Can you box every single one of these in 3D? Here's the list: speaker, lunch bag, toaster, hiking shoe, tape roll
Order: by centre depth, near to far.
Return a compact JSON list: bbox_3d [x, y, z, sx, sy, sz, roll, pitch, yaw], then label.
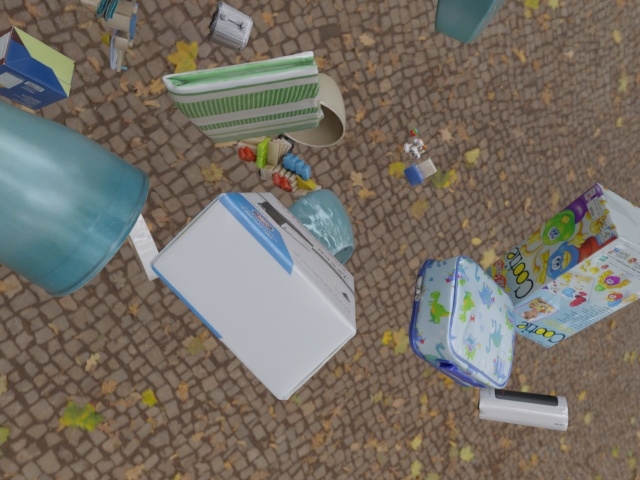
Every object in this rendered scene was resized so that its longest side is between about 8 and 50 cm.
[{"bbox_3d":[0.234,0.139,0.727,0.219,0.090,0.176,35,58,-36],"label":"lunch bag"},{"bbox_3d":[0.336,0.282,0.752,0.055,0.136,0.055,2,90,-70],"label":"speaker"},{"bbox_3d":[-0.358,-0.824,1.749,0.146,0.227,0.129,17,91,-23],"label":"toaster"},{"bbox_3d":[-0.734,-0.025,1.784,0.072,0.392,0.392,-26,110,-23],"label":"tape roll"},{"bbox_3d":[-0.220,-0.386,2.018,0.114,0.086,0.227,38,79,9],"label":"hiking shoe"}]

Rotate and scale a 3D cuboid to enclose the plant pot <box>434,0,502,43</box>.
[{"bbox_3d":[0.417,-0.675,1.211,0.165,0.165,0.234,-42,158,-48],"label":"plant pot"}]

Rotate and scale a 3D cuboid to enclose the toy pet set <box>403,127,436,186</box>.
[{"bbox_3d":[0.209,-0.188,1.008,0.065,0.122,0.114,-27,96,21],"label":"toy pet set"}]

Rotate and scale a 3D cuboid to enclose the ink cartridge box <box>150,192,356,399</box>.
[{"bbox_3d":[-0.066,0.049,0.650,0.129,0.307,0.223,-44,92,7],"label":"ink cartridge box"}]

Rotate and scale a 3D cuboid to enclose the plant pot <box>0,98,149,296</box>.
[{"bbox_3d":[-0.476,-0.084,0.730,0.255,0.271,0.272,42,75,-41],"label":"plant pot"}]

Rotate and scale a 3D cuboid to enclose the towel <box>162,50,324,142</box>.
[{"bbox_3d":[-0.117,-0.245,0.813,0.247,0.325,0.038,-10,90,1],"label":"towel"}]

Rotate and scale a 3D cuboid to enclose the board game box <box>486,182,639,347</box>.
[{"bbox_3d":[0.461,0.056,0.824,0.144,0.275,0.142,26,44,-12],"label":"board game box"}]

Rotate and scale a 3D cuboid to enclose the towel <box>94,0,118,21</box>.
[{"bbox_3d":[-0.431,-0.710,1.071,0.040,0.370,0.271,29,127,-35],"label":"towel"}]

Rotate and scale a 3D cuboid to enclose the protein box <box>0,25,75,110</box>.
[{"bbox_3d":[-0.955,-0.546,1.444,0.199,0.201,0.136,25,64,-57],"label":"protein box"}]

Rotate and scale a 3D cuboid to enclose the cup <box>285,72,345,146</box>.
[{"bbox_3d":[-0.025,-0.630,2.075,0.331,0.331,0.237,28,64,-31],"label":"cup"}]

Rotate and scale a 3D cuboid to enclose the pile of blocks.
[{"bbox_3d":[-0.143,-0.253,1.559,0.362,0.149,0.113,35,36,-6],"label":"pile of blocks"}]

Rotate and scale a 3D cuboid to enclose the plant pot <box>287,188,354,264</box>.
[{"bbox_3d":[0.000,0.000,1.516,0.290,0.195,0.290,-34,155,-18],"label":"plant pot"}]

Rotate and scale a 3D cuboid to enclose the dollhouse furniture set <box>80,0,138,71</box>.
[{"bbox_3d":[-0.660,-0.641,1.316,0.198,0.303,0.287,10,56,-23],"label":"dollhouse furniture set"}]
